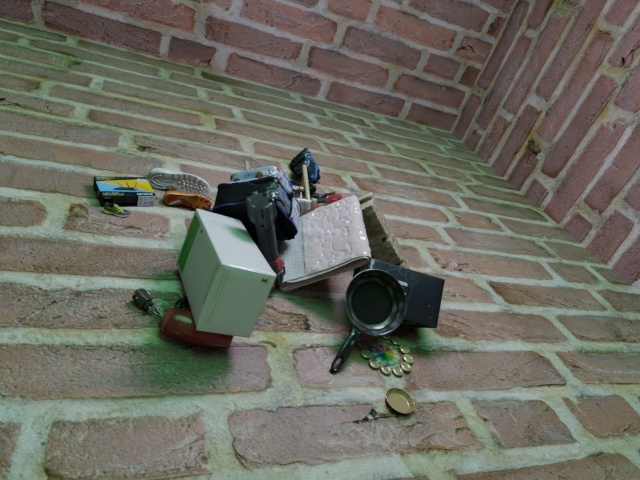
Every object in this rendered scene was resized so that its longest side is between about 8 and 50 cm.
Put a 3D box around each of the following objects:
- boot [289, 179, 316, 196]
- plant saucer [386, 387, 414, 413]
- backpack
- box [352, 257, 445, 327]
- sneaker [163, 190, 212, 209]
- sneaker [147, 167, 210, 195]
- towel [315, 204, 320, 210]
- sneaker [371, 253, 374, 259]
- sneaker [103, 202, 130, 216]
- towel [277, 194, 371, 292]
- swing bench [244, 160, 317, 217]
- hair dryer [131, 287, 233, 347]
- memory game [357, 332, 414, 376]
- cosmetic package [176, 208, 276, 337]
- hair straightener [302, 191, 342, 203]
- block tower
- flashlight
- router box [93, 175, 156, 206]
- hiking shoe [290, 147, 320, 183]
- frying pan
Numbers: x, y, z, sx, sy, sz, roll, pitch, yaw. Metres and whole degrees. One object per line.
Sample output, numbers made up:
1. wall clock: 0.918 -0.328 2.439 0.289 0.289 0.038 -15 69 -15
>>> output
1. boot: -0.089 -0.239 2.155 0.099 0.045 0.121 31 30 26
2. plant saucer: 0.214 0.439 1.293 0.083 0.015 0.083 17 31 -10
3. backpack: -0.193 -0.105 1.570 0.276 0.263 0.213 -2 56 26
4. box: 0.241 0.175 1.540 0.270 0.165 0.143 16 -13 -11
5. sneaker: -0.486 -0.155 1.744 0.175 0.064 0.067 13 21 -20
6. sneaker: -0.536 -0.233 1.817 0.234 0.090 0.095 15 22 -15
7. towel: -0.016 -0.062 1.930 0.198 0.031 0.275 -8 41 -39
8. sneaker: 0.175 0.064 1.808 0.066 0.071 0.188 -2 37 -35
9. sneaker: -0.670 -0.101 1.562 0.083 0.035 0.031 10 33 -20
10. towel: 0.000 0.000 1.596 0.316 0.053 0.332 -20 39 12
11. swing bench: -0.170 -0.167 1.837 0.253 0.165 0.255 3 41 -16
12. hair dryer: -0.338 0.187 1.275 0.293 0.080 0.223 40 34 27
13. memory game: 0.199 0.338 1.447 0.186 0.012 0.186 16 31 -10
14. cosmetic package: -0.269 0.078 1.298 0.155 0.197 0.365 16 16 -29
15. hair straightener: -0.010 -0.184 2.130 0.089 0.047 0.230 24 31 39
16. block tower: 0.222 -0.006 1.759 0.336 0.090 0.097 59 23 -19
17. flashlight: -0.166 -0.003 1.413 0.103 0.304 0.103 6 39 14
18. router box: -0.683 -0.172 1.656 0.178 0.046 0.133 -5 39 -38
19. hiking shoe: -0.069 -0.356 2.322 0.132 0.113 0.304 46 17 -21
20. frying pan: 0.147 0.244 1.392 0.197 0.053 0.326 17 73 -12
